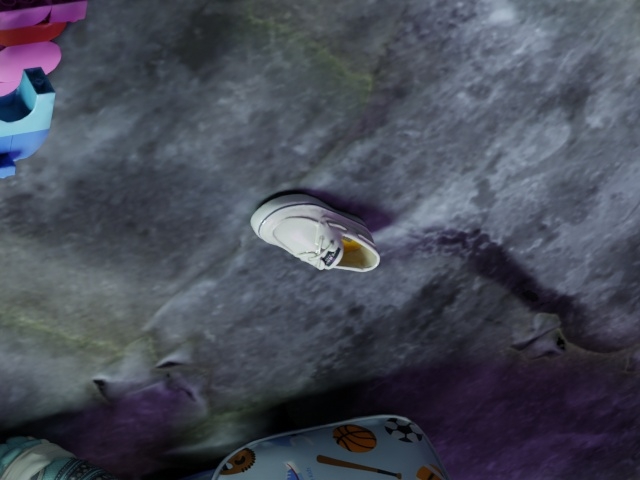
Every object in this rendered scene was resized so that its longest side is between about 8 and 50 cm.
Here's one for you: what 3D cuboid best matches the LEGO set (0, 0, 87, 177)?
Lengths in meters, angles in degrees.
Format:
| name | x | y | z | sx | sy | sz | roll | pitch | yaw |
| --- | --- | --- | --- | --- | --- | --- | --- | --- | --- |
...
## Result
| name | x | y | z | sx | sy | sz | roll | pitch | yaw |
| --- | --- | --- | --- | --- | --- | --- | --- | --- | --- |
| LEGO set | -0.209 | -0.045 | 0.923 | 0.227 | 0.087 | 0.093 | -12 | 140 | -27 |

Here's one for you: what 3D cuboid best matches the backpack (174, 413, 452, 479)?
| name | x | y | z | sx | sy | sz | roll | pitch | yaw |
| --- | --- | --- | --- | --- | --- | --- | --- | --- | --- |
| backpack | -0.012 | 0.254 | 1.318 | 0.263 | 0.276 | 0.213 | -13 | 137 | -18 |

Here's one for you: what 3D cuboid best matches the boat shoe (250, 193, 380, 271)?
| name | x | y | z | sx | sy | sz | roll | pitch | yaw |
| --- | --- | --- | --- | --- | --- | --- | --- | --- | --- |
| boat shoe | 0.000 | 0.000 | 1.196 | 0.035 | 0.035 | 0.100 | -47 | 144 | 19 |

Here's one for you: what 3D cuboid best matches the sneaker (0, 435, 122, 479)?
| name | x | y | z | sx | sy | sz | roll | pitch | yaw |
| --- | --- | --- | --- | --- | --- | --- | --- | --- | --- |
| sneaker | -0.158 | 0.267 | 1.204 | 0.110 | 0.122 | 0.283 | -17 | 113 | -53 |
